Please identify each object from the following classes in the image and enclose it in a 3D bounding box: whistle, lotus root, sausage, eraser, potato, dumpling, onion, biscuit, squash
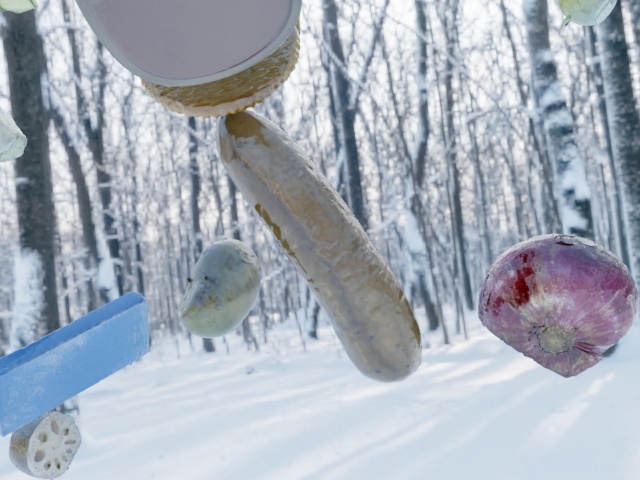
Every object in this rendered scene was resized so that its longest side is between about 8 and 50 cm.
[{"bbox_3d":[0.534,-0.509,1.588,0.223,0.123,0.123,-55,-22,17],"label":"whistle"},{"bbox_3d":[-0.512,0.370,1.513,0.081,0.122,0.112,11,-30,30],"label":"lotus root"},{"bbox_3d":[0.001,-0.001,1.260,0.123,0.501,0.136,-35,2,-32],"label":"sausage"},{"bbox_3d":[-0.439,0.211,1.456,0.042,0.144,0.312,31,43,31],"label":"eraser"},{"bbox_3d":[-0.220,0.105,1.849,0.165,0.165,0.262,-9,40,37],"label":"potato"},{"bbox_3d":[-0.623,-0.192,1.480,0.134,0.100,0.169,-29,-5,-1],"label":"dumpling"},{"bbox_3d":[0.437,0.097,1.508,0.256,0.230,0.272,18,33,-18],"label":"onion"},{"bbox_3d":[-0.155,-0.282,1.261,0.254,0.254,0.035,-6,-35,3],"label":"biscuit"},{"bbox_3d":[-0.663,-0.561,1.693,0.075,0.200,0.090,-39,27,-32],"label":"squash"}]

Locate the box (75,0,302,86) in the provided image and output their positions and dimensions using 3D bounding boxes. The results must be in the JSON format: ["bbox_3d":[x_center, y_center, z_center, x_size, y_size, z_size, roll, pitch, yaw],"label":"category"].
[{"bbox_3d":[-0.184,-0.387,1.088,0.301,0.216,0.301,-9,-43,-8],"label":"box"}]

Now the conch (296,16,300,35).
[{"bbox_3d":[-0.057,-0.613,1.846,0.109,0.330,0.093,-14,-6,34],"label":"conch"}]
